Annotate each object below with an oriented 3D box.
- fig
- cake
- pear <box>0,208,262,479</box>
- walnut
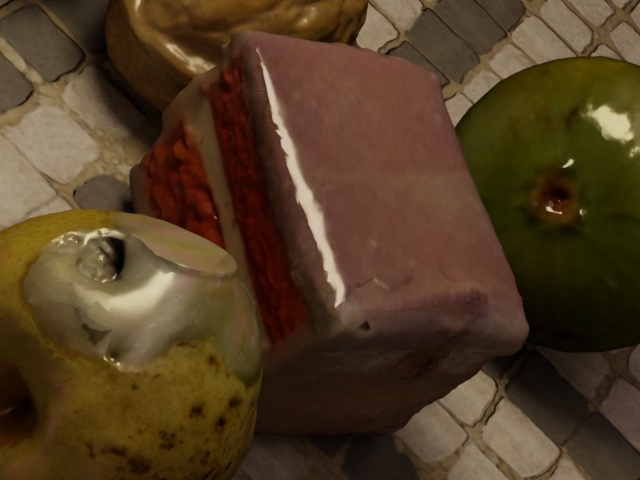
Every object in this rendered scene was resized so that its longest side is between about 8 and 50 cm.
[{"bbox_3d":[0.273,-0.031,1.750,0.316,0.316,0.316,24,43,-24],"label":"fig"},{"bbox_3d":[0.000,0.000,1.488,0.230,0.237,0.309,9,54,-39],"label":"cake"},{"bbox_3d":[-0.162,0.100,1.281,0.271,0.271,0.271,24,43,-24],"label":"pear"},{"bbox_3d":[-0.082,-0.215,1.627,0.257,0.224,0.257,21,49,-26],"label":"walnut"}]
